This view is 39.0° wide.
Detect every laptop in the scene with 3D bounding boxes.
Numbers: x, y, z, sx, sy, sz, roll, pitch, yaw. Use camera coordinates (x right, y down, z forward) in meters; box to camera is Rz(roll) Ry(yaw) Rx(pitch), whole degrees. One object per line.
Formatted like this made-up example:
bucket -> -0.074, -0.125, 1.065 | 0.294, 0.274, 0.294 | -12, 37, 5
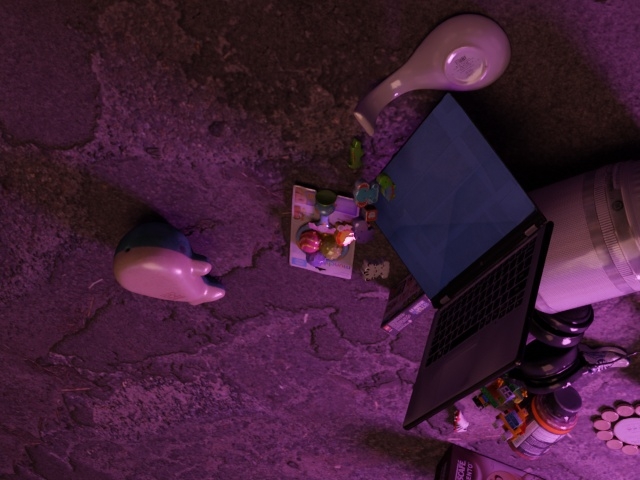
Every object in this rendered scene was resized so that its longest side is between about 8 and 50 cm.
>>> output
laptop -> 0.181, 0.047, 1.521 | 0.236, 0.408, 0.382 | 26, 147, -8

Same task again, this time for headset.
headset -> 0.478, 0.183, 1.799 | 0.394, 0.185, 0.243 | 15, 124, 29

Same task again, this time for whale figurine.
whale figurine -> -0.322, 0.053, 1.967 | 0.216, 0.141, 0.272 | -16, 149, 31

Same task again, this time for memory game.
memory game -> 0.706, 0.421, 2.016 | 0.186, 0.012, 0.186 | 9, 134, 10

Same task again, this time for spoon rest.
spoon rest -> 0.183, -0.277, 1.507 | 0.276, 0.084, 0.137 | -27, 121, 21

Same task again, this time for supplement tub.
supplement tub -> 0.498, 0.396, 2.000 | 0.106, 0.106, 0.198 | 24, 134, -4

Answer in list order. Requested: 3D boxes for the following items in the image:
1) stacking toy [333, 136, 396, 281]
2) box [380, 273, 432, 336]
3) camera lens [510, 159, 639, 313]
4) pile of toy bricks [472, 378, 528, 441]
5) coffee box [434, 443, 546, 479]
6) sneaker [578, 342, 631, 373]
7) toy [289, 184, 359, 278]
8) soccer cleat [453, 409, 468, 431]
stacking toy -> 0.077, -0.055, 1.651 | 0.052, 0.167, 0.221 | -8, 121, -18
box -> 0.202, 0.098, 1.815 | 0.036, 0.114, 0.207 | 34, 134, -13
camera lens -> 0.464, -0.006, 1.551 | 0.274, 0.219, 0.219 | -20, 123, 33
pile of toy bricks -> 0.395, 0.314, 1.958 | 0.212, 0.105, 0.118 | 56, 144, 18
coffee box -> 0.426, 0.643, 2.213 | 0.297, 0.168, 0.119 | 21, 135, -2
sneaker -> 0.571, 0.253, 1.872 | 0.135, 0.058, 0.052 | 4, 133, 15
toy -> 0.000, 0.000, 1.833 | 0.137, 0.056, 0.237 | 14, 135, 8
soccer cleat -> 0.334, 0.427, 2.142 | 0.036, 0.029, 0.083 | 2, 136, 5
